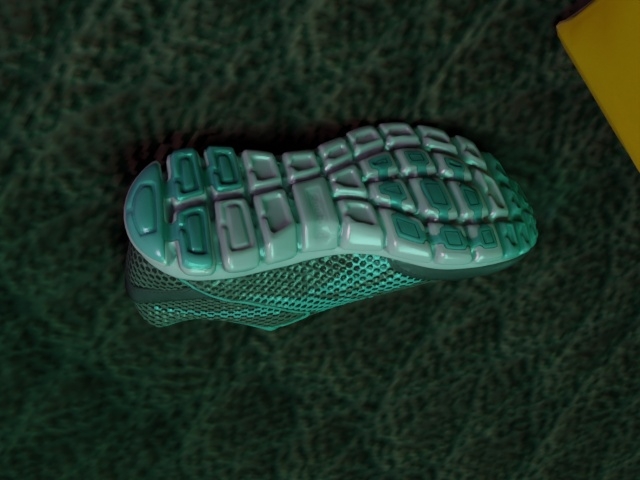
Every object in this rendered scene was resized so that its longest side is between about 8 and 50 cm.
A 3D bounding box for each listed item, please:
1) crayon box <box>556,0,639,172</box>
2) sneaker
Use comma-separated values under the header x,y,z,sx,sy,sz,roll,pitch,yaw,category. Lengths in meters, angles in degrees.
x,y,z,sx,sy,sz,roll,pitch,yaw,category
0.274,0.070,0.738,0.106,0.313,0.363,-38,137,18,crayon box
0.000,0.000,0.736,0.167,0.065,0.076,-1,149,-21,sneaker
